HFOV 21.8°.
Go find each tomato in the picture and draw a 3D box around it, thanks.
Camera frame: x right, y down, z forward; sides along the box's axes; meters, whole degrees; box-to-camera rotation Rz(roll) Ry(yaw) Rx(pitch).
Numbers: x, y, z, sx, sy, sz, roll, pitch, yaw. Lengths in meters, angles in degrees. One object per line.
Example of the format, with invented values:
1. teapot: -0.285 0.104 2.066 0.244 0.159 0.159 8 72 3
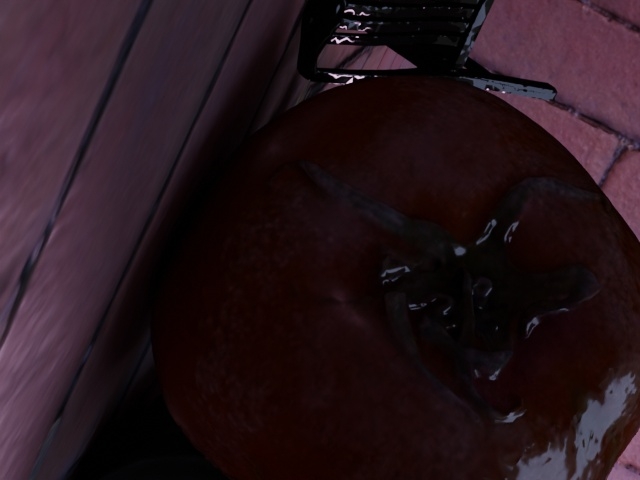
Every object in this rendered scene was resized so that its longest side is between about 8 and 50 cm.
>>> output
1. tomato: 0.038 0.040 0.755 0.232 0.232 0.188 -62 -168 -27

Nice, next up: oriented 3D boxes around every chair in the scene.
1. chair: 0.043 -0.133 0.869 0.212 0.101 0.084 -1 124 -44

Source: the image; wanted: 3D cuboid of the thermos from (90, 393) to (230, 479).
1. thermos: -0.034 0.136 0.931 0.182 0.145 0.286 -25 -172 13
